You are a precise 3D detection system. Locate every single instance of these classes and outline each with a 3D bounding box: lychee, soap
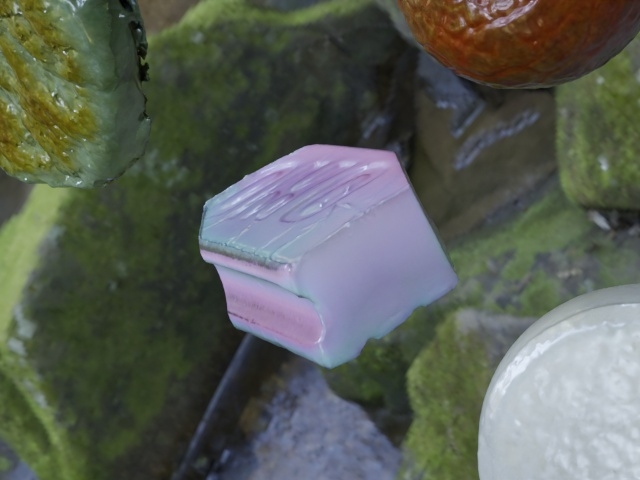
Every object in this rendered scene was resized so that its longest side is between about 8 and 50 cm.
[{"bbox_3d":[0.190,-0.266,1.267,0.255,0.300,0.255,-25,44,26],"label":"lychee"},{"bbox_3d":[0.000,0.000,0.623,0.100,0.056,0.149,-31,19,-20],"label":"soap"}]

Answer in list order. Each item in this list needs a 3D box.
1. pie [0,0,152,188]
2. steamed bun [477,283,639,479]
[{"bbox_3d":[-0.255,-0.169,1.075,0.371,0.296,0.078,19,48,43],"label":"pie"},{"bbox_3d":[0.273,0.169,1.079,0.283,0.177,0.283,3,96,30],"label":"steamed bun"}]
